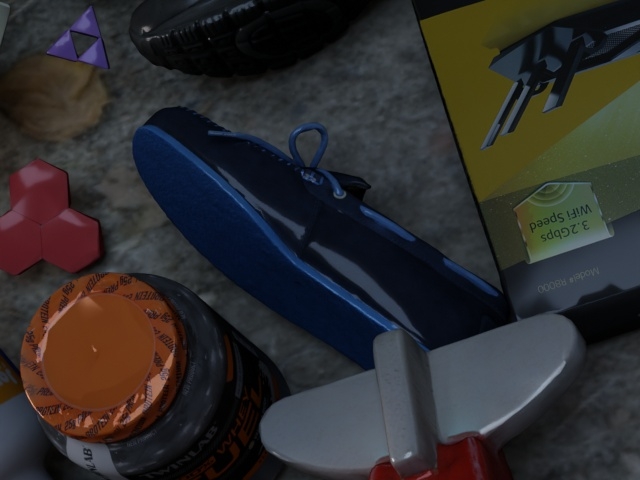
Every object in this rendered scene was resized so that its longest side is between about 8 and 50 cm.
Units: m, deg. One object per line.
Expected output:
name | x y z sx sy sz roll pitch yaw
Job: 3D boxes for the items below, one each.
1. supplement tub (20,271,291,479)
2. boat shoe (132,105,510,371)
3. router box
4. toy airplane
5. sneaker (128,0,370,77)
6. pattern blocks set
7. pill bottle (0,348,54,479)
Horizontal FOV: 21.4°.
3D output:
supplement tub | -0.094 0.089 0.984 0.117 0.190 0.117 -5 71 15
boat shoe | 0.000 0.000 1.049 0.258 0.109 0.089 40 62 5
router box | 0.230 -0.093 1.005 0.308 0.081 0.243 -19 67 6
toy airplane | 0.085 0.231 0.872 0.384 0.272 0.386 -45 34 -21
sneaker | -0.002 -0.207 1.105 0.286 0.109 0.130 -28 73 -4
pattern blocks set | -0.301 -0.108 1.105 0.324 0.026 0.286 2 95 -1
pill bottle | -0.258 0.106 1.024 0.152 0.152 0.272 -41 86 0
